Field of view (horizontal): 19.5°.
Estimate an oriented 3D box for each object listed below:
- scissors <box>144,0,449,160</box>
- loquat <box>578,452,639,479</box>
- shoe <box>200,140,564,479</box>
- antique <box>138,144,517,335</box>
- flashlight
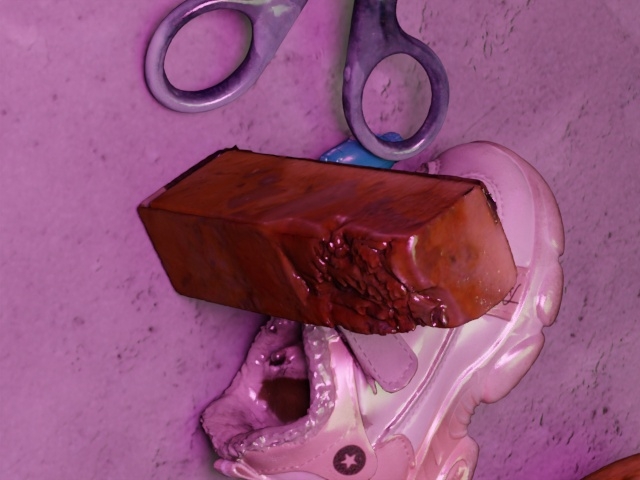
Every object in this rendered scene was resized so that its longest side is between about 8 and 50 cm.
[{"bbox_3d":[0.031,-0.250,1.392,0.256,0.029,0.383,10,112,-25],"label":"scissors"},{"bbox_3d":[0.306,0.343,1.613,0.328,0.328,0.328,-6,100,-37],"label":"loquat"},{"bbox_3d":[0.052,0.068,1.467,0.198,0.172,0.351,28,77,-34],"label":"shoe"},{"bbox_3d":[0.000,0.000,1.327,0.093,0.310,0.087,-37,118,-29],"label":"antique"},{"bbox_3d":[0.017,-0.055,1.504,0.129,0.051,0.051,-25,111,-40],"label":"flashlight"}]
